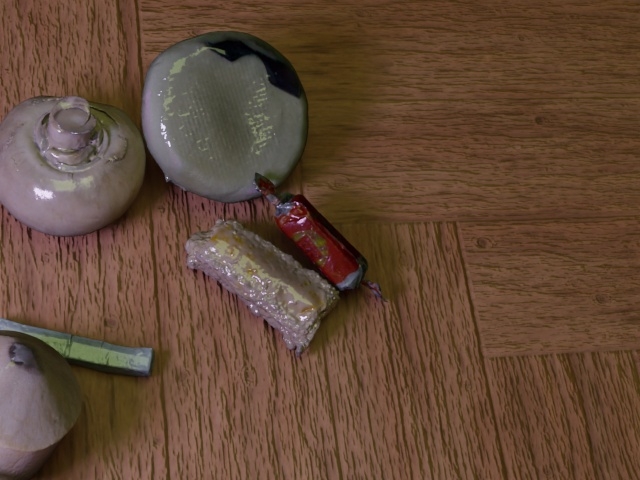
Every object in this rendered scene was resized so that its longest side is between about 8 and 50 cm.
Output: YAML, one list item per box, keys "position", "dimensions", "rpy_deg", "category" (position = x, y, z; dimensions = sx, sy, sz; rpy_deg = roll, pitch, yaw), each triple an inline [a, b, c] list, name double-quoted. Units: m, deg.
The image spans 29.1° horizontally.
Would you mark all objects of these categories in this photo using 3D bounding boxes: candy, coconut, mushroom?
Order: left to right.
- position: [-0.429, 0.216, 1.658]
  dimensions: [0.202, 0.222, 0.202]
  rpy_deg: [21, 43, -20]
  category: "coconut"
- position: [-0.385, -0.132, 1.895]
  dimensions: [0.246, 0.202, 0.246]
  rpy_deg: [9, 50, -11]
  category: "mushroom"
- position: [-0.001, 0.000, 1.920]
  dimensions: [0.059, 0.086, 0.292]
  rpy_deg: [-43, 96, 11]
  category: "candy"

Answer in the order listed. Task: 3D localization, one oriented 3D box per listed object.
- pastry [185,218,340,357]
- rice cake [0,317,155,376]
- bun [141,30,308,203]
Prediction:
- position: [-0.091, 0.054, 1.907]
  dimensions: [0.258, 0.089, 0.121]
  rpy_deg: [40, 51, 9]
  category: "pastry"
- position: [-0.366, 0.158, 1.819]
  dimensions: [0.245, 0.042, 0.045]
  rpy_deg: [13, 71, -3]
  category: "rice cake"
- position: [-0.162, -0.196, 1.988]
  dimensions: [0.283, 0.179, 0.283]
  rpy_deg: [-1, 92, -21]
  category: "bun"
